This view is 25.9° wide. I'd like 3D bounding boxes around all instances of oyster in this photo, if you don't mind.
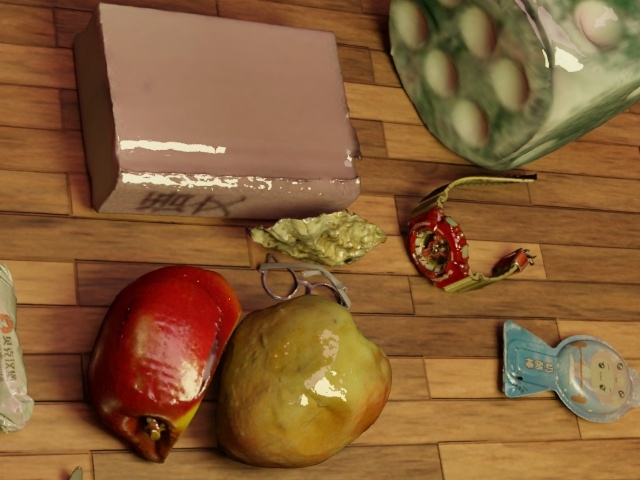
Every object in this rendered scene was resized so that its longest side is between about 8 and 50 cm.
[{"bbox_3d":[-0.009,0.001,1.893,0.209,0.133,0.072,6,70,-63],"label":"oyster"}]

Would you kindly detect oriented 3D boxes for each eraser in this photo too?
[{"bbox_3d":[-0.139,-0.168,1.900,0.359,0.122,0.272,1,65,-29],"label":"eraser"}]

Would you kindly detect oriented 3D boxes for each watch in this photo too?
[{"bbox_3d":[0.244,-0.016,2.065,0.268,0.102,0.164,-10,79,-41],"label":"watch"}]

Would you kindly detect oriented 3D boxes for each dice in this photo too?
[{"bbox_3d":[0.322,-0.318,2.093,0.348,0.330,0.328,-24,80,-36],"label":"dice"}]

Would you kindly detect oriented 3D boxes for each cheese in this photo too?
[{"bbox_3d":[0.372,0.196,2.048,0.245,0.052,0.135,15,61,-23],"label":"cheese"}]

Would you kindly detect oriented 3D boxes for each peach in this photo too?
[{"bbox_3d":[-0.036,0.184,1.749,0.235,0.214,0.214,-40,90,-20],"label":"peach"},{"bbox_3d":[-0.186,0.115,1.717,0.159,0.154,0.267,33,56,-10],"label":"peach"}]

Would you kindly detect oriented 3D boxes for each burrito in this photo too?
[{"bbox_3d":[-0.381,0.130,1.660,0.064,0.064,0.203,-1,67,-29],"label":"burrito"}]

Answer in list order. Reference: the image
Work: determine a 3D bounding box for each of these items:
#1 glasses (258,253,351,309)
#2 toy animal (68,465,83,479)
[{"bbox_3d":[-0.006,0.050,1.877,0.140,0.104,0.062,24,59,-13],"label":"glasses"},{"bbox_3d":[-0.264,0.368,1.593,0.155,0.095,0.219,-18,76,-38],"label":"toy animal"}]
